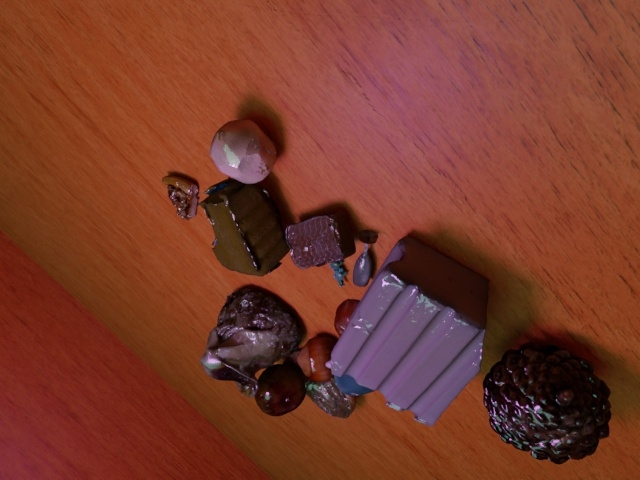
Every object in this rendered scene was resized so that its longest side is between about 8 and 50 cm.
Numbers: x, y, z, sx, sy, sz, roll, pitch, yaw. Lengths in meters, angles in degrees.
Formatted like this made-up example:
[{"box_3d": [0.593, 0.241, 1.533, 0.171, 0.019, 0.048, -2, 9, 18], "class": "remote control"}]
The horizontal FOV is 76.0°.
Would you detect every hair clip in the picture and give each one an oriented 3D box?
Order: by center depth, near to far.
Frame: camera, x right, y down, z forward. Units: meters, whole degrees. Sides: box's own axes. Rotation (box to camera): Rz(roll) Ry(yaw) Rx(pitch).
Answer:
[{"box_3d": [0.051, 0.076, 1.320, 0.049, 0.049, 0.173, 0, 124, 35], "class": "hair clip"}]

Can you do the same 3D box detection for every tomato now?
[{"box_3d": [0.133, 0.313, 1.435, 0.225, 0.085, 0.225, 22, 138, 22], "class": "tomato"}]

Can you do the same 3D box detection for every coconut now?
[{"box_3d": [-0.212, -0.242, 1.108, 0.171, 0.170, 0.183, 17, 176, 23], "class": "coconut"}]

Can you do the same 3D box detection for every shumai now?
[{"box_3d": [-0.316, 0.411, 1.637, 0.395, 0.348, 0.395, 20, 130, 25], "class": "shumai"}]

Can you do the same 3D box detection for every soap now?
[{"box_3d": [0.260, 0.255, 1.147, 0.350, 0.213, 0.435, 29, 128, 10], "class": "soap"}]

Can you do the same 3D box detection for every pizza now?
[{"box_3d": [-0.508, -0.145, 1.495, 0.154, 0.069, 0.193, 17, 132, 22], "class": "pizza"}]

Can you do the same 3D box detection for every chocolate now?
[{"box_3d": [0.000, 0.000, 1.225, 0.214, 0.093, 0.148, -13, 91, 46], "class": "chocolate"}]

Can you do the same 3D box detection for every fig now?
[{"box_3d": [-0.199, 0.606, 1.801, 0.217, 0.217, 0.321, 66, 170, -27], "class": "fig"}]

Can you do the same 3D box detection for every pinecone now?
[{"box_3d": [0.585, 0.422, 1.085, 0.298, 0.242, 0.296, 51, 143, 17], "class": "pinecone"}]

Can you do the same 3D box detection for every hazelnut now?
[{"box_3d": [0.000, 0.461, 1.606, 0.182, 0.182, 0.182, 19, 135, 21], "class": "hazelnut"}]

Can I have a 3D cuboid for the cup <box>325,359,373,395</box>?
[{"box_3d": [0.162, 0.473, 1.486, 0.300, 0.167, 0.173, 24, 150, -32], "class": "cup"}]

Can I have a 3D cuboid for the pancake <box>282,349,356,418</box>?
[{"box_3d": [-0.007, 0.628, 1.805, 0.387, 0.082, 0.386, 24, 134, 27], "class": "pancake"}]

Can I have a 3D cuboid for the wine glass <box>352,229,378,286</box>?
[{"box_3d": [0.130, 0.061, 1.228, 0.066, 0.066, 0.198, 22, 135, 18], "class": "wine glass"}]

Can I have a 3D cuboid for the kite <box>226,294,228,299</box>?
[{"box_3d": [-0.324, 0.375, 1.864, 0.314, 0.011, 0.335, -23, 111, 45], "class": "kite"}]

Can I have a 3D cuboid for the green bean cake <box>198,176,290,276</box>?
[{"box_3d": [-0.250, -0.060, 1.311, 0.285, 0.202, 0.310, 12, 132, 44], "class": "green bean cake"}]
